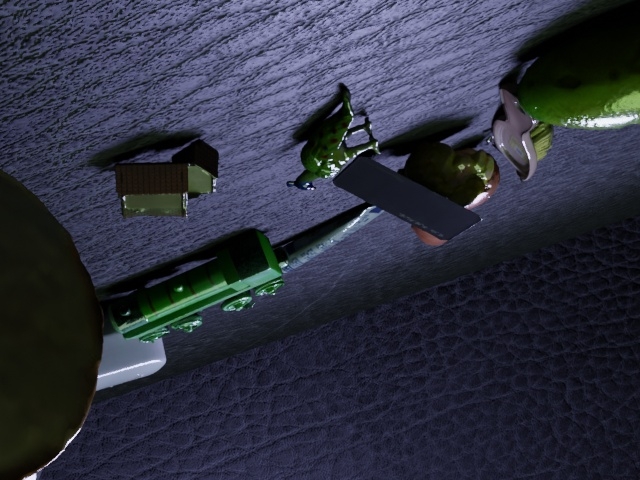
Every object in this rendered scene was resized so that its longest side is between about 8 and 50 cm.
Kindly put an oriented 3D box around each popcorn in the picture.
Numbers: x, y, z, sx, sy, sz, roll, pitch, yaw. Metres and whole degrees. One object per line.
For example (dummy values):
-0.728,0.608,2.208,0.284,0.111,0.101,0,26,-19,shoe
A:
0.139,-0.071,1.448,0.109,0.089,0.097,4,167,32,popcorn

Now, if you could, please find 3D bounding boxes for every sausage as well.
0.170,-0.053,1.697,0.087,0.079,0.326,-9,170,-6,sausage
-0.323,0.088,0.849,0.287,0.233,0.233,-24,172,34,sausage

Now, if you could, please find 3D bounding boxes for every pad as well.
0.097,-0.045,1.429,0.157,0.003,0.112,26,160,-9,pad

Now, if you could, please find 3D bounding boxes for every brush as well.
0.231,-0.134,1.401,0.067,0.072,0.313,-43,168,0,brush

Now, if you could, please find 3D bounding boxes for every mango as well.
0.273,-0.154,1.190,0.178,0.100,0.119,-15,177,19,mango

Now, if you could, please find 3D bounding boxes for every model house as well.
-0.126,-0.054,1.042,0.083,0.057,0.058,-1,144,-3,model house

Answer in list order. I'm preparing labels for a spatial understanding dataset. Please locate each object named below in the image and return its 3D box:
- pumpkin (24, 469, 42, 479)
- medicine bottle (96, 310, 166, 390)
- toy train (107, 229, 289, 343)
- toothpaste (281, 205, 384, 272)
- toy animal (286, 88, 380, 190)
-0.423,0.188,1.142,0.327,0.291,0.258,0,122,-34,pumpkin
-0.366,0.169,1.711,0.296,0.111,0.161,-11,180,-44,medicine bottle
-0.162,0.063,1.651,0.251,0.085,0.119,-24,167,8,toy train
0.000,0.000,1.780,0.216,0.037,0.062,-29,169,26,toothpaste
0.025,-0.097,1.164,0.075,0.041,0.217,-16,167,-20,toy animal
